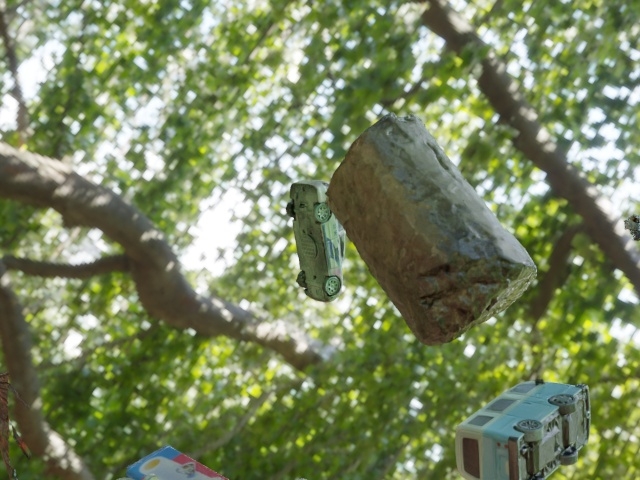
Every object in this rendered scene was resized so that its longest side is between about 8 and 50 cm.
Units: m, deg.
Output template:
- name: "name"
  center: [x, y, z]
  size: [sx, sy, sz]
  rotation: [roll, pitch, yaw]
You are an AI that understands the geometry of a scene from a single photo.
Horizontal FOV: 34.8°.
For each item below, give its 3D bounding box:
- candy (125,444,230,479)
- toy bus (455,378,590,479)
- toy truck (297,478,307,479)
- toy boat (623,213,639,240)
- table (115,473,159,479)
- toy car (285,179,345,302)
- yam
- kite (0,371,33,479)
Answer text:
- name: "candy"
  center: [-0.168, 0.452, 1.581]
  size: [0.306, 0.100, 0.157]
  rotation: [16, -59, 39]
- name: "toy bus"
  center: [0.370, 0.351, 1.865]
  size: [0.165, 0.271, 0.133]
  rotation: [8, -71, 40]
- name: "toy truck"
  center: [-0.020, 0.527, 2.014]
  size: [0.123, 0.063, 0.052]
  rotation: [49, -21, 41]
- name: "toy boat"
  center: [0.562, -0.026, 1.833]
  size: [0.038, 0.038, 0.083]
  rotation: [35, 23, -6]
- name: "table"
  center: [-0.243, 0.406, 1.284]
  size: [0.166, 0.198, 0.166]
  rotation: [23, -32, 15]
- name: "toy car"
  center: [0.000, 0.000, 1.840]
  size: [0.090, 0.076, 0.224]
  rotation: [10, -66, 50]
- name: "yam"
  center: [0.143, -0.008, 1.393]
  size: [0.300, 0.195, 0.195]
  rotation: [56, -6, 21]
- name: "kite"
  center: [-0.418, 0.241, 1.360]
  size: [0.160, 0.010, 0.183]
  rotation: [36, -51, 41]
